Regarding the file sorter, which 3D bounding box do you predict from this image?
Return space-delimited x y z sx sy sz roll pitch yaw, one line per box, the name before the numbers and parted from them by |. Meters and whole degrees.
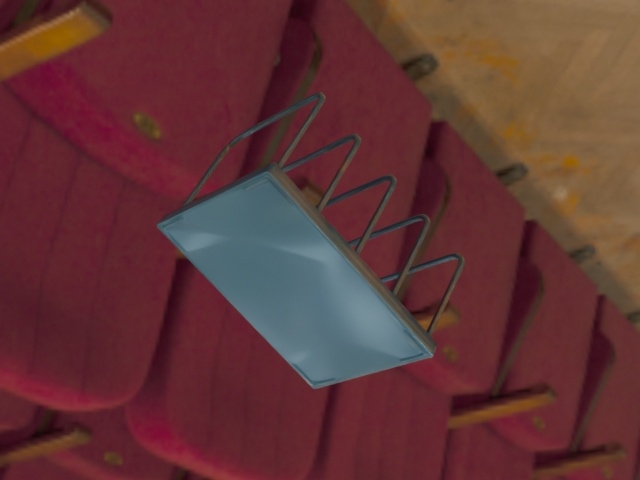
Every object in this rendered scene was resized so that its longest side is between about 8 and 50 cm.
file sorter | 0.000 0.000 0.804 0.118 0.104 0.170 -22 118 43
